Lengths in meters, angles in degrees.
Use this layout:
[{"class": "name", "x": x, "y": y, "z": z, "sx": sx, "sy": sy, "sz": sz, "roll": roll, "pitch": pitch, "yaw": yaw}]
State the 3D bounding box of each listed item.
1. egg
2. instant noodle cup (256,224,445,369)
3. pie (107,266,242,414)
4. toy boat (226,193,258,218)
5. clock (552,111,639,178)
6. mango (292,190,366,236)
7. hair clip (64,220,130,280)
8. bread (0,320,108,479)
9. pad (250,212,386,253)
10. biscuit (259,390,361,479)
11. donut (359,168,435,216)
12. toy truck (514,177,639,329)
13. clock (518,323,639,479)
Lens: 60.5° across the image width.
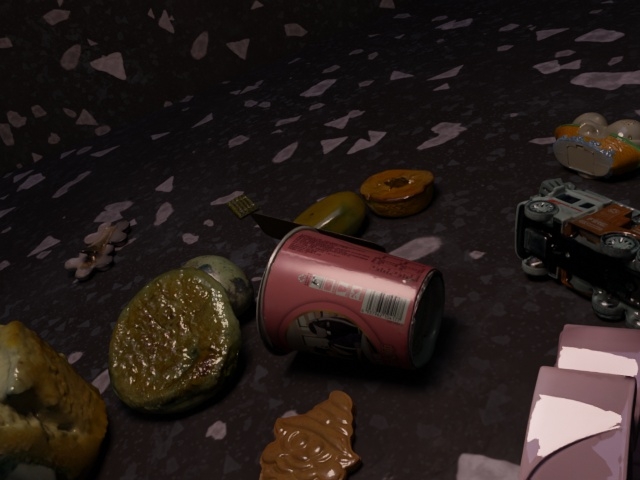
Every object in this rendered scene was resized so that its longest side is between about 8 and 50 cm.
[{"class": "egg", "x": -0.219, "y": 0.101, "z": 1.132, "sx": 0.182, "sy": 0.141, "sz": 0.141, "roll": 8, "pitch": 42, "yaw": 29}, {"class": "instant noodle cup", "x": 0.061, "y": 0.106, "z": 0.912, "sx": 0.255, "sy": 0.243, "sz": 0.244, "roll": 10, "pitch": 43, "yaw": 27}, {"class": "pie", "x": -0.273, "y": 0.185, "z": 1.019, "sx": 0.277, "sy": 0.078, "sz": 0.276, "roll": -9, "pitch": 60, "yaw": 16}, {"class": "toy boat", "x": -0.220, "y": -0.097, "z": 1.543, "sx": 0.063, "sy": 0.016, "sz": 0.115, "roll": -31, "pitch": 34, "yaw": -14}, {"class": "clock", "x": 0.590, "y": -0.205, "z": 1.156, "sx": 0.144, "sy": 0.103, "sz": 0.231, "roll": -30, "pitch": 35, "yaw": -16}, {"class": "mango", "x": 0.000, "y": -0.032, "z": 1.251, "sx": 0.238, "sy": 0.091, "sz": 0.137, "roll": -29, "pitch": 28, "yaw": -12}, {"class": "hair clip", "x": -0.634, "y": 0.018, "z": 1.569, "sx": 0.146, "sy": 0.075, "sz": 0.257, "roll": -11, "pitch": 27, "yaw": 12}, {"class": "bread", "x": -0.564, "y": 0.351, "z": 0.862, "sx": 0.395, "sy": 0.239, "sz": 0.264, "roll": -32, "pitch": 37, "yaw": -7}, {"class": "pad", "x": 0.000, "y": 0.000, "z": 1.082, "sx": 0.266, "sy": 0.176, "sz": 0.002, "roll": 14, "pitch": 77, "yaw": 11}, {"class": "biscuit", "x": -0.022, "y": 0.318, "z": 0.800, "sx": 0.163, "sy": 0.035, "sz": 0.250, "roll": -1, "pitch": 38, "yaw": 36}, {"class": "donut", "x": 0.181, "y": -0.111, "z": 1.292, "sx": 0.178, "sy": 0.065, "sz": 0.162, "roll": 12, "pitch": 40, "yaw": 43}, {"class": "toy truck", "x": 0.468, "y": 0.006, "z": 0.891, "sx": 0.185, "sy": 0.132, "sz": 0.338, "roll": -22, "pitch": 33, "yaw": -21}, {"class": "clock", "x": 0.253, "y": 0.222, "z": 0.507, "sx": 0.080, "sy": 0.275, "sz": 0.290, "roll": 3, "pitch": 67, "yaw": 35}]
